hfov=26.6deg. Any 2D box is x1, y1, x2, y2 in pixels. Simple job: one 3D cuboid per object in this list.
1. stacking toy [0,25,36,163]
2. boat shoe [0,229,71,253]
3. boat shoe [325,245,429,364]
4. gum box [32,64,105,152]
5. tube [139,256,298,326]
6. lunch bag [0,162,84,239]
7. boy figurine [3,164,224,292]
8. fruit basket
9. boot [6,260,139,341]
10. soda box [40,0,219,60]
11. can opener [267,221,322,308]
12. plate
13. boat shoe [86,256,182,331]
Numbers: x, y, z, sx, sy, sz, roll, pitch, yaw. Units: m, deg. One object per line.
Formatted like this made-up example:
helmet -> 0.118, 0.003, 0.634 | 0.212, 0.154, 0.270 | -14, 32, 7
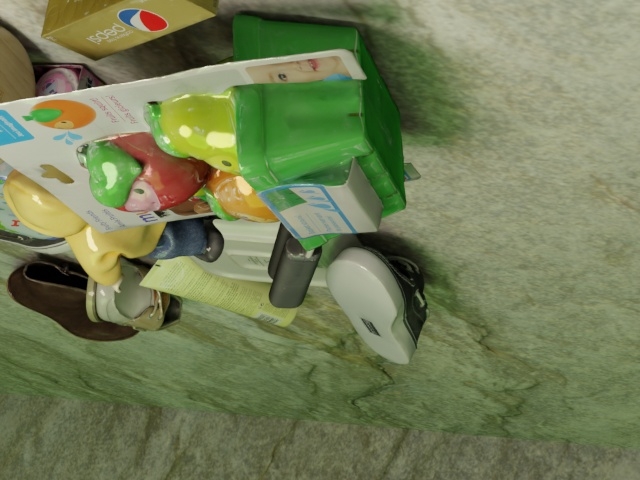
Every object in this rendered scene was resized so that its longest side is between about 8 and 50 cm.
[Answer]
stacking toy -> -0.452, -0.155, 1.339 | 0.330, 0.141, 0.141 | 8, 165, 25
boat shoe -> -0.408, -0.036, 1.811 | 0.229, 0.080, 0.076 | 9, 168, 29
boat shoe -> 0.092, 0.066, 1.819 | 0.108, 0.102, 0.301 | 23, 161, 26
gum box -> -0.309, -0.135, 1.416 | 0.188, 0.062, 0.107 | 3, 163, 22
tube -> -0.145, 0.069, 2.043 | 0.240, 0.070, 0.062 | 19, 175, -29
lunch bag -> -0.345, -0.067, 1.625 | 0.176, 0.090, 0.219 | 21, 161, -31
boy figurine -> -0.227, -0.028, 1.516 | 0.285, 0.177, 0.092 | 4, -165, -46
fruit basket -> -0.104, -0.071, 1.253 | 0.353, 0.165, 0.327 | -13, 159, 10
boot -> -0.393, 0.102, 2.237 | 0.248, 0.090, 0.207 | 19, 164, -18
soda box -> -0.154, -0.200, 1.100 | 0.058, 0.061, 0.181 | 21, 161, -37
can opener -> 0.000, 0.000, 1.611 | 0.095, 0.076, 0.283 | 1, 154, -10
plate -> -0.080, 0.010, 1.822 | 0.278, 0.045, 0.277 | 4, 163, 16
boat shoe -> -0.284, 0.082, 2.095 | 0.103, 0.113, 0.302 | 7, 174, 6
